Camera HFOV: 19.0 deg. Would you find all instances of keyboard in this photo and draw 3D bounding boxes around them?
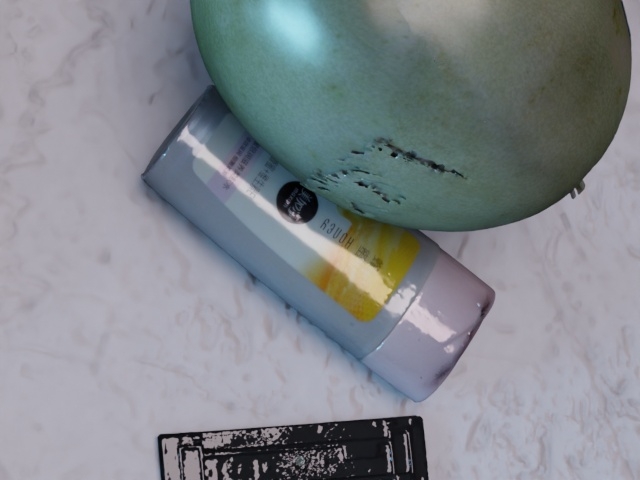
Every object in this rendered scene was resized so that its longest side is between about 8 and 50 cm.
[{"bbox_3d":[-0.017,0.164,1.391,0.204,0.013,0.061,-2,79,-21],"label":"keyboard"}]

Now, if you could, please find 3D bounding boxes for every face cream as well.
[{"bbox_3d":[0.000,0.000,1.403,0.269,0.073,0.107,38,76,-10],"label":"face cream"}]

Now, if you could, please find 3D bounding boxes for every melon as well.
[{"bbox_3d":[0.068,-0.140,1.314,0.330,0.268,0.268,38,68,-22],"label":"melon"}]
